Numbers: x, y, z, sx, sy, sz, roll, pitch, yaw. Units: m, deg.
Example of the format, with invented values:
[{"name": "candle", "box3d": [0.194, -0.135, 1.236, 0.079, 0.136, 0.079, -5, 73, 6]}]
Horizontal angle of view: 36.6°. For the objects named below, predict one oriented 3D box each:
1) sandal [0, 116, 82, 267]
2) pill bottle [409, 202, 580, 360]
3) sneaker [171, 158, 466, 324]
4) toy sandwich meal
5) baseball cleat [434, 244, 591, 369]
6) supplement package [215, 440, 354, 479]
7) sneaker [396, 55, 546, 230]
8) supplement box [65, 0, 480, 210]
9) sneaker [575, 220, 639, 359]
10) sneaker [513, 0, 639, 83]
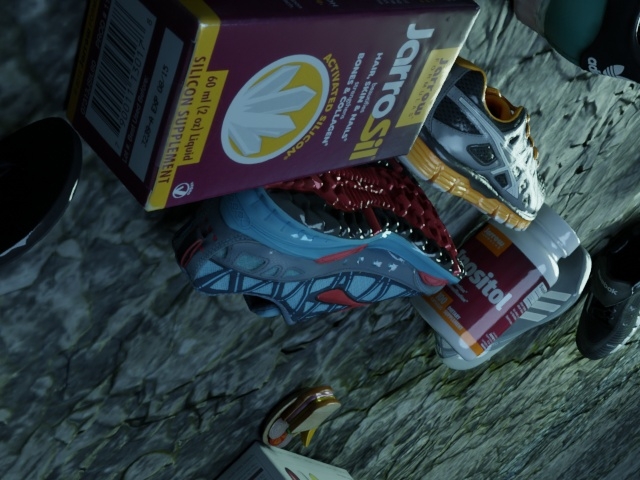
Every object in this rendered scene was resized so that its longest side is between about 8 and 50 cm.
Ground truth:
[{"name": "sandal", "box3d": [-0.185, -0.002, 0.429, 0.179, 0.067, 0.040, -34, 139, -12]}, {"name": "pill bottle", "box3d": [0.163, 0.033, 0.899, 0.152, 0.086, 0.086, -44, 152, 0]}, {"name": "sneaker", "box3d": [0.000, 0.000, 0.663, 0.125, 0.104, 0.262, -36, 152, 24]}, {"name": "toy sandwich meal", "box3d": [-0.017, 0.170, 0.914, 0.086, 0.029, 0.085, -32, 150, -21]}, {"name": "baseball cleat", "box3d": [0.203, 0.053, 0.996, 0.206, 0.072, 0.109, -39, 145, -16]}, {"name": "supplement package", "box3d": [-0.043, 0.342, 0.996, 0.204, 0.145, 0.262, -44, 153, 2]}, {"name": "sneaker", "box3d": [0.125, -0.068, 0.719, 0.083, 0.084, 0.215, -55, 149, 11]}, {"name": "supplement box", "box3d": [-0.021, -0.093, 0.495, 0.188, 0.081, 0.104, -16, 141, -42]}, {"name": "sneaker", "box3d": [0.375, 0.058, 1.224, 0.106, 0.078, 0.234, -7, 132, -44]}, {"name": "sneaker", "box3d": [0.266, -0.235, 0.626, 0.302, 0.121, 0.108, -53, 151, 17]}]
